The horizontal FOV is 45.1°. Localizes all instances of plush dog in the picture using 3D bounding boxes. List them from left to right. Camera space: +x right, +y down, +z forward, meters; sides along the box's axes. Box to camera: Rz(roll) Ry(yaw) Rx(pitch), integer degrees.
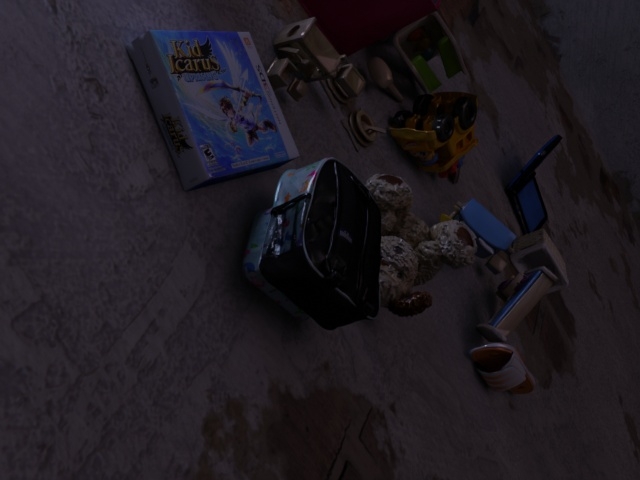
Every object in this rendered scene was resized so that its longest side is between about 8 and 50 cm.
[{"bbox_3d":[0.138,0.033,1.512,0.262,0.211,0.225,39,49,5],"label":"plush dog"}]

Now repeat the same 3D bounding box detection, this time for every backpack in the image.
[{"bbox_3d":[0.000,0.000,1.271,0.225,0.191,0.254,42,48,-39],"label":"backpack"}]

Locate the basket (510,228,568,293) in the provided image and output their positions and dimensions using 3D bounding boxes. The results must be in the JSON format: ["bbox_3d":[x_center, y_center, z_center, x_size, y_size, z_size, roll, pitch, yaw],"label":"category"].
[{"bbox_3d":[0.646,0.064,2.271,0.167,0.113,0.103,53,31,-23],"label":"basket"}]

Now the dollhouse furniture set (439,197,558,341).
[{"bbox_3d":[0.370,0.073,1.890,0.303,0.198,0.286,43,-7,3],"label":"dollhouse furniture set"}]

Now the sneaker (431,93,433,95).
[{"bbox_3d":[0.350,-0.325,2.063,0.212,0.080,0.094,21,79,-48],"label":"sneaker"}]

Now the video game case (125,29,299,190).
[{"bbox_3d":[-0.167,-0.225,1.278,0.269,0.061,0.244,-24,92,-58],"label":"video game case"}]

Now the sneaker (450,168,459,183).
[{"bbox_3d":[0.336,-0.202,2.040,0.042,0.067,0.119,-75,163,-46],"label":"sneaker"}]

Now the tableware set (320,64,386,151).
[{"bbox_3d":[0.078,-0.301,1.704,0.194,0.039,0.128,61,33,-11],"label":"tableware set"}]

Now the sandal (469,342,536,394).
[{"bbox_3d":[0.448,0.327,1.832,0.265,0.101,0.076,42,38,-39],"label":"sandal"}]

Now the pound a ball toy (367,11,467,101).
[{"bbox_3d":[0.232,-0.451,1.919,0.136,0.208,0.319,59,13,13],"label":"pound a ball toy"}]

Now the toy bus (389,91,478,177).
[{"bbox_3d":[0.288,-0.239,1.894,0.220,0.149,0.212,-38,128,-37],"label":"toy bus"}]

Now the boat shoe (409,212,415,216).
[{"bbox_3d":[0.179,-0.027,1.698,0.046,0.038,0.125,23,31,7],"label":"boat shoe"}]

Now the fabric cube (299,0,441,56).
[{"bbox_3d":[0.107,-0.614,1.728,0.254,0.258,0.259,49,37,-27],"label":"fabric cube"}]

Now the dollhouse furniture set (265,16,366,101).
[{"bbox_3d":[-0.027,-0.317,1.544,0.182,0.101,0.161,45,63,-33],"label":"dollhouse furniture set"}]

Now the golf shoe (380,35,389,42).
[{"bbox_3d":[0.155,-0.593,1.975,0.086,0.067,0.186,56,37,-54],"label":"golf shoe"}]

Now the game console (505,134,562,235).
[{"bbox_3d":[0.717,-0.175,2.470,0.173,0.250,0.293,42,31,9],"label":"game console"}]
